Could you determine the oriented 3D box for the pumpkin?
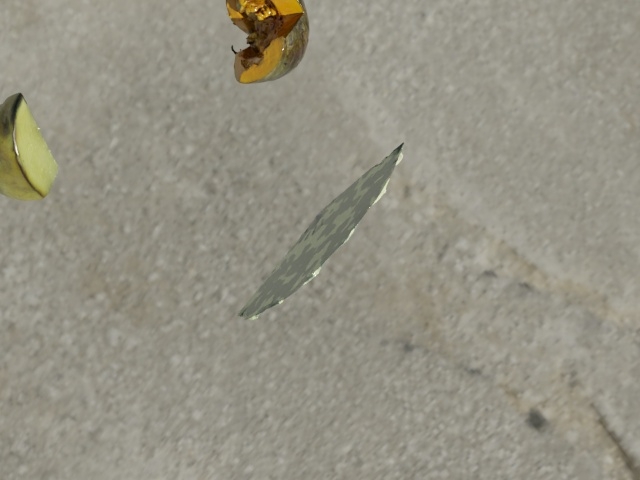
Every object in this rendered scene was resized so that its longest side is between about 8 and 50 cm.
[{"bbox_3d":[-0.071,-0.302,1.667,0.108,0.119,0.183,-1,78,-49],"label":"pumpkin"}]

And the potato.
[{"bbox_3d":[-0.454,-0.126,1.699,0.120,0.149,0.081,1,46,18],"label":"potato"}]

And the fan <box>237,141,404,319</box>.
[{"bbox_3d":[0.000,0.000,1.152,0.009,0.240,0.131,41,15,-14],"label":"fan"}]
